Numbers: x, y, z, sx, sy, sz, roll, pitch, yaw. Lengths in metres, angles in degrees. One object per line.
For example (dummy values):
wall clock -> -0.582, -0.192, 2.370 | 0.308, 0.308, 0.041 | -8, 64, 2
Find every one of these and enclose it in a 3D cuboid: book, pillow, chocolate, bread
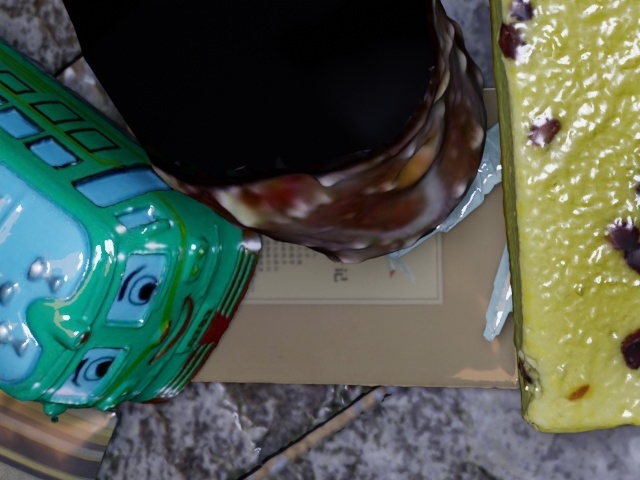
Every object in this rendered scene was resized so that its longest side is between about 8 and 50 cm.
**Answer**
book -> 0.000, 0.000, 1.360 | 0.310, 0.021, 0.217 | 0, 93, 22
pillow -> -0.279, 0.190, 1.468 | 0.208, 0.052, 0.212 | 24, 104, 16
chocolate -> -0.017, -0.125, 1.239 | 0.225, 0.210, 0.340 | -39, 57, 5
bread -> 0.188, -0.046, 1.193 | 0.138, 0.077, 0.361 | -5, 107, 3

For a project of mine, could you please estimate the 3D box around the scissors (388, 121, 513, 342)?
scissors -> 0.184, -0.112, 1.258 | 0.256, 0.029, 0.383 | 33, 99, 16

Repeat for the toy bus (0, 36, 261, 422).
toy bus -> -0.239, -0.024, 1.346 | 0.343, 0.199, 0.183 | 36, 107, 19
